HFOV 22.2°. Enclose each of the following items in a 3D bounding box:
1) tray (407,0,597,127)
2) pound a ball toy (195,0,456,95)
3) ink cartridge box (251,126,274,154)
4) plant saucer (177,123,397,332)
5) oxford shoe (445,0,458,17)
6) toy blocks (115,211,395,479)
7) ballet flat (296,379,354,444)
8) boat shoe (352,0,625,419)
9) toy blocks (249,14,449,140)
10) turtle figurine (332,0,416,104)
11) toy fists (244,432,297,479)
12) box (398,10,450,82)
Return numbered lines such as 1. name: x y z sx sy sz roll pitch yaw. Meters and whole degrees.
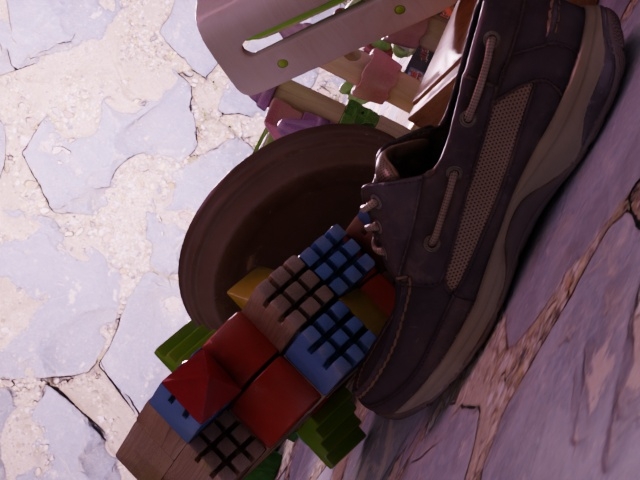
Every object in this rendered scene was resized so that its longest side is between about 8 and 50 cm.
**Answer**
1. tray: 0.187 -0.225 1.559 0.411 0.076 0.202 148 146 -80
2. pound a ball toy: -0.017 -0.304 1.814 0.319 0.135 0.208 -21 36 19
3. ink cartridge box: -0.001 -0.076 2.210 0.097 0.189 0.255 -62 7 18
4. plant saucer: -0.007 0.011 1.620 0.041 0.278 0.278 52 124 45
5. oxford shoe: 0.163 -0.374 1.865 0.097 0.271 0.098 -24 19 -7
6. toy blocks: -0.019 0.090 1.401 0.381 0.191 0.261 -40 -8 -30
7. ballet flat: 0.011 0.145 1.721 0.188 0.070 0.070 -81 15 -61
8. boat shoe: 0.096 -0.033 1.213 0.132 0.130 0.355 -78 13 -71
9. toy blocks: 0.004 -0.121 1.913 0.309 0.260 0.288 121 172 -54
10. turtle figurine: 0.051 -0.325 2.304 0.274 0.198 0.266 -67 1 -50
11. toy fists: -0.103 0.228 2.061 0.096 0.142 0.279 -73 9 -60
12. box: 0.175 -0.328 2.396 0.159 0.044 0.233 -133 68 -85
